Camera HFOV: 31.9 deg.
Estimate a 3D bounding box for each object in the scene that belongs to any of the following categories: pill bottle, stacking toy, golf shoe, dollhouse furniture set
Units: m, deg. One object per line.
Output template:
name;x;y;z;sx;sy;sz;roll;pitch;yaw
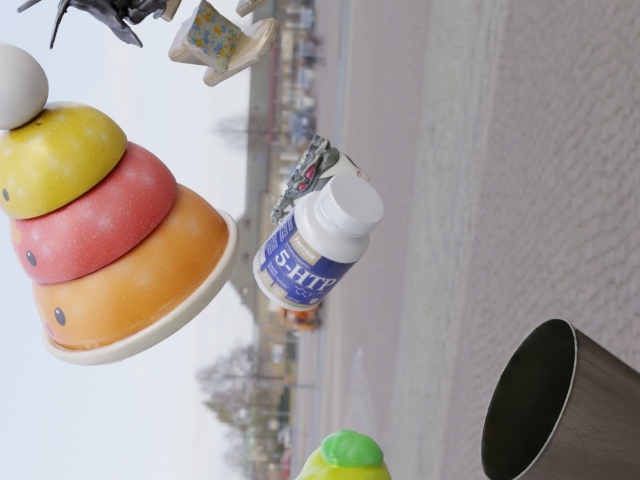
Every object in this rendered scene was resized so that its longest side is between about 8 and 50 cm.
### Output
pill bottle;0.000;0.000;1.487;0.186;0.112;0.112;-50;27;39
stacking toy;-0.369;-0.085;1.653;0.479;0.351;0.350;59;-164;-28
golf shoe;-0.008;-0.076;1.960;0.105;0.120;0.273;-64;6;-24
dollhouse furniture set;-0.151;-0.477;1.444;0.256;0.362;0.394;-19;44;50

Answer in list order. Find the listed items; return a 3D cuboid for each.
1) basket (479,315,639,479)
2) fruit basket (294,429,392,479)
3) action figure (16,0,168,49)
basket;0.328;0.224;1.296;0.204;0.227;0.154;-66;18;-1
fruit basket;0.029;0.423;1.337;0.283;0.392;0.391;19;112;45
action figure;-0.159;-0.293;1.039;0.276;0.164;0.141;-39;-16;-21
